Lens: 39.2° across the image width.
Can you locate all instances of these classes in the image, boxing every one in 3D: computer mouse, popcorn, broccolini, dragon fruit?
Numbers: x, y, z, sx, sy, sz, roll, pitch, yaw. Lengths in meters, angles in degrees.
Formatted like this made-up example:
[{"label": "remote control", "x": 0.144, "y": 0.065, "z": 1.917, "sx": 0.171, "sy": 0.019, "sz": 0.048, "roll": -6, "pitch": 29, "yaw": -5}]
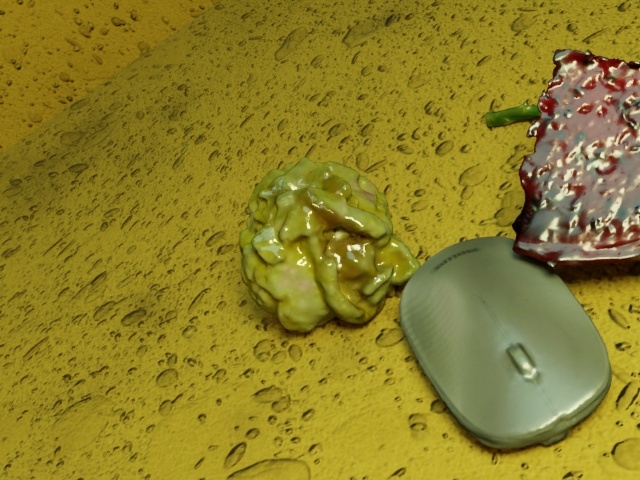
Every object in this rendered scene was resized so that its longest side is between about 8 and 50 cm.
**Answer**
[{"label": "computer mouse", "x": 0.205, "y": 0.102, "z": 1.056, "sx": 0.197, "sy": 0.095, "sz": 0.331, "roll": -31, "pitch": 33, "yaw": 2}, {"label": "popcorn", "x": 0.000, "y": 0.000, "z": 1.238, "sx": 0.259, "sy": 0.212, "sz": 0.259, "roll": -26, "pitch": 30, "yaw": 16}, {"label": "broccolini", "x": 0.355, "y": -0.215, "z": 1.405, "sx": 0.216, "sy": 0.058, "sz": 0.067, "roll": -2, "pitch": 44, "yaw": 34}, {"label": "dragon fruit", "x": 0.427, "y": -0.061, "z": 1.101, "sx": 0.329, "sy": 0.228, "sz": 0.286, "roll": 11, "pitch": 79, "yaw": 25}]
